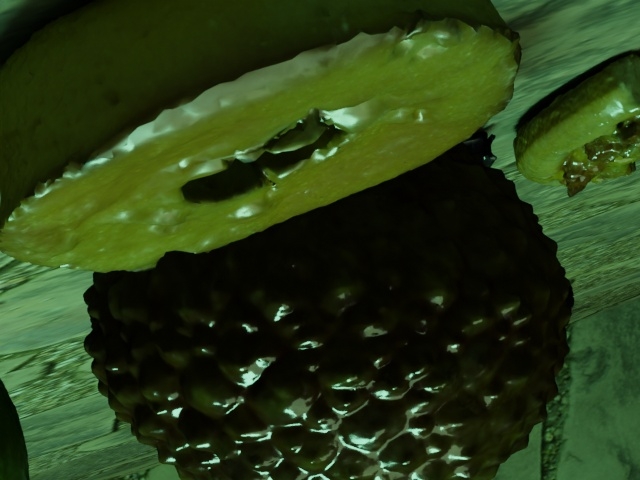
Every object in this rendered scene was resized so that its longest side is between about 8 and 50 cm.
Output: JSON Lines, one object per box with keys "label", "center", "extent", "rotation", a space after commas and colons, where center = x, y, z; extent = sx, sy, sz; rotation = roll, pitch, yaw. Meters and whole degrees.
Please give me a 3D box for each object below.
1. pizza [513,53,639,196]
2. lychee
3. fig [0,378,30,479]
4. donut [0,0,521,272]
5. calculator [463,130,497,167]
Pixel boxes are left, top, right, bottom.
{"label": "pizza", "center": [0.172, -0.064, 1.040], "extent": [0.134, 0.046, 0.175], "rotation": [-20, 172, 0]}
{"label": "lychee", "center": [0.013, 0.038, 0.849], "extent": [0.238, 0.200, 0.200], "rotation": [0, 162, -32]}
{"label": "fig", "center": [-0.225, 0.081, 0.806], "extent": [0.203, 0.203, 0.235], "rotation": [-19, -149, -4]}
{"label": "donut", "center": [-0.027, -0.049, 0.618], "extent": [0.178, 0.065, 0.162], "rotation": [-17, 166, -13]}
{"label": "calculator", "center": [0.000, -0.001, 1.127], "extent": [0.165, 0.028, 0.274], "rotation": [-15, 169, -13]}
